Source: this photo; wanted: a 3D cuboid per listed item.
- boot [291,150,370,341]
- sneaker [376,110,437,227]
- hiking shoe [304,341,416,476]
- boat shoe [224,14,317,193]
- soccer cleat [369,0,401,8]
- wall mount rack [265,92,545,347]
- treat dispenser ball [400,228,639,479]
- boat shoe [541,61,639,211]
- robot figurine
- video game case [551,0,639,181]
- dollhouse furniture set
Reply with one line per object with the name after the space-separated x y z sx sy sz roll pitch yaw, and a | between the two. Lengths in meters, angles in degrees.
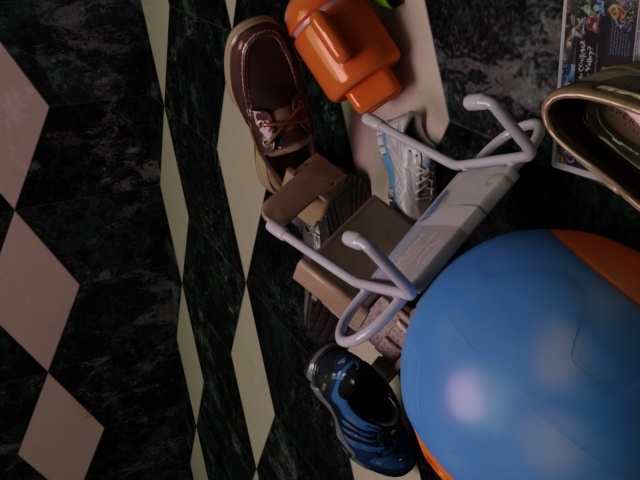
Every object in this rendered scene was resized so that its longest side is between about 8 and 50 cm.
0.000 0.000 1.345 0.223 0.118 0.338 40 126 57 | boot
0.139 -0.098 1.028 0.083 0.071 0.190 -28 77 58 | sneaker
0.086 0.305 1.189 0.132 0.113 0.304 12 143 56 | hiking shoe
-0.057 -0.182 1.118 0.123 0.123 0.342 50 158 40 | boat shoe
0.096 -0.411 0.986 0.072 0.060 0.178 41 144 39 | soccer cleat
0.085 -0.051 0.842 0.130 0.350 0.304 45 168 -15 | wall mount rack
0.222 0.132 0.690 0.288 0.288 0.288 40 137 53 | treat dispenser ball
0.327 -0.030 0.576 0.341 0.110 0.121 45 138 36 | boat shoe
0.032 -0.293 1.051 0.219 0.158 0.128 57 144 -1 | robot figurine
0.304 -0.146 0.704 0.173 0.022 0.190 34 132 56 | video game case
0.013 0.098 1.113 0.303 0.174 0.355 39 145 11 | dollhouse furniture set
